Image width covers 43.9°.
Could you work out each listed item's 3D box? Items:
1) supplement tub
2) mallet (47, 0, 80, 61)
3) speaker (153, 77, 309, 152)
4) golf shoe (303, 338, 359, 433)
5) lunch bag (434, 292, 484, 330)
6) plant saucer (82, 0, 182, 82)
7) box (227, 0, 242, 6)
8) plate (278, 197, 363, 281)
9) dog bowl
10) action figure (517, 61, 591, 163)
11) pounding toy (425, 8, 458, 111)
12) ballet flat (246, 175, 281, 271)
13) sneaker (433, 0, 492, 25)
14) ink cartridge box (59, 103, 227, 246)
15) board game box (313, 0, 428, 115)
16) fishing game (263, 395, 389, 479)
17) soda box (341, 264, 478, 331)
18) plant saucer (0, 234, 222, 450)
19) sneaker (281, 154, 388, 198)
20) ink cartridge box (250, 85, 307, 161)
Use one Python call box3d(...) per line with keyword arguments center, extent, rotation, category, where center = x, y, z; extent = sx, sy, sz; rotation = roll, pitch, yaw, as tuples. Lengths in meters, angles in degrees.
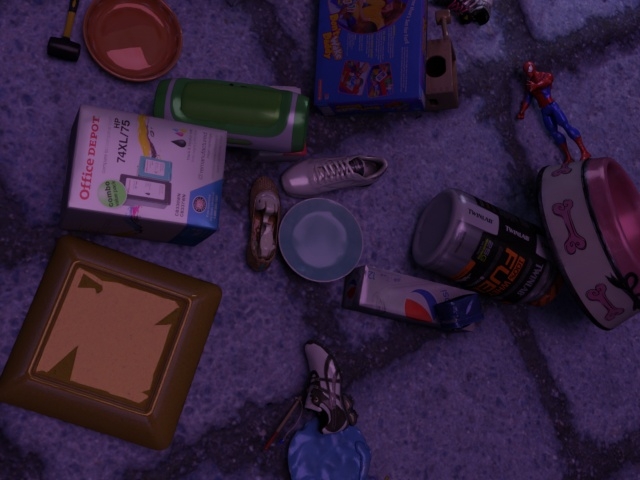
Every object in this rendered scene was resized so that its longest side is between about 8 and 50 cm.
box3d(center=(0.382, 0.025, 1.775), extent=(0.316, 0.193, 0.193), rotation=(22, 74, -17), category="supplement tub")
box3d(center=(-0.488, -0.444, 1.582), extent=(0.062, 0.039, 0.189), rotation=(20, 71, -17), category="mallet")
box3d(center=(-0.175, -0.249, 1.583), extent=(0.297, 0.131, 0.131), rotation=(7, 78, 1), category="speaker")
box3d(center=(0.001, 0.301, 1.626), extent=(0.094, 0.077, 0.198), rotation=(-21, 80, -27), category="golf shoe")
box3d(center=(0.293, 0.155, 1.679), extent=(0.098, 0.067, 0.065), rotation=(-16, 88, -23), category="lunch bag")
box3d(center=(-0.383, -0.415, 1.618), extent=(0.200, 0.037, 0.199), rotation=(4, 80, -23), category="plant saucer")
box3d(center=(-0.175, -0.646, 1.619), extent=(0.127, 0.262, 0.231), rotation=(-42, 97, -23), category="box")
box3d(center=(0.000, 0.000, 1.703), extent=(0.188, 0.024, 0.188), rotation=(4, 74, -13), category="plate")
box3d(center=(0.655, -0.009, 1.811), extent=(0.408, 0.150, 0.407), rotation=(33, 44, -39), category="dog bowl")
box3d(center=(0.550, -0.304, 1.951), extent=(0.139, 0.091, 0.280), rotation=(-27, 92, -36), category="action figure")
box3d(center=(0.254, -0.420, 1.800), extent=(0.094, 0.181, 0.206), rotation=(-4, 81, 15), category="pounding toy")
box3d(center=(-0.112, -0.039, 1.650), extent=(0.073, 0.067, 0.206), rotation=(5, 79, -20), category="ballet flat")
box3d(center=(0.348, -0.567, 1.929), extent=(0.170, 0.063, 0.074), rotation=(7, 73, -26), category="sneaker")
box3d(center=(-0.338, -0.114, 1.498), extent=(0.270, 0.197, 0.198), rotation=(8, 78, -21), category="ink cartridge box")
box3d(center=(0.114, -0.454, 1.740), extent=(0.233, 0.078, 0.347), rotation=(0, 79, 15), category="board game box")
box3d(center=(0.016, 0.451, 1.640), extent=(0.264, 0.041, 0.189), rotation=(40, 61, -6), category="fishing game")
box3d(center=(0.197, 0.131, 1.734), extent=(0.286, 0.098, 0.091), rotation=(15, 76, -20), category="soda box")
box3d(center=(-0.383, 0.182, 1.463), extent=(0.333, 0.081, 0.332), rotation=(20, 74, -8), category="plant saucer")
box3d(center=(0.029, -0.148, 1.713), extent=(0.235, 0.095, 0.090), rotation=(-12, 88, -22), category="sneaker")
box3d(center=(-0.095, -0.248, 1.693), extent=(0.109, 0.063, 0.150), rotation=(-3, 83, -22), category="ink cartridge box")
